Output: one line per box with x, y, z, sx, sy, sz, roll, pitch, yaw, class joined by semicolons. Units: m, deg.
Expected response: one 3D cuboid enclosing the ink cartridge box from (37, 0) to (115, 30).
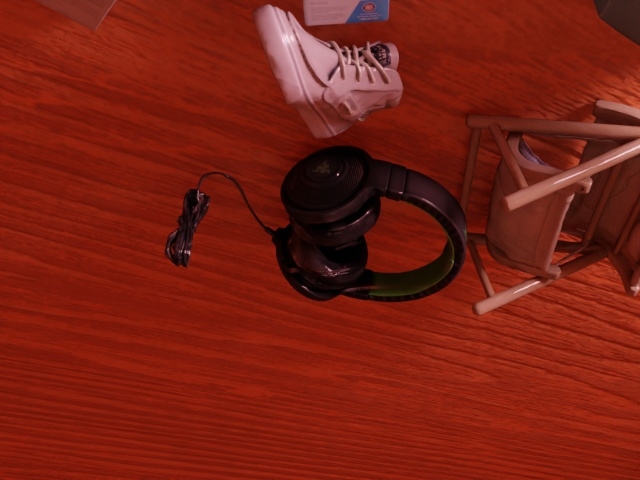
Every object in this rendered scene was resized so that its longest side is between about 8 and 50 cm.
-0.244;-0.274;0.590;0.145;0.045;0.179;23;158;-30;ink cartridge box

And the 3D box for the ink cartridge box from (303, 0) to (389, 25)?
0.024;-0.282;0.647;0.088;0.052;0.122;-3;143;0;ink cartridge box

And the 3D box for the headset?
0.000;0.000;0.892;0.394;0.185;0.243;13;140;2;headset

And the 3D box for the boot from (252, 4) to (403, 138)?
0.019;-0.189;0.692;0.123;0.095;0.258;-20;171;9;boot

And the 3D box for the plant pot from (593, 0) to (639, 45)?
0.392;-0.259;0.624;0.234;0.166;0.166;11;140;-6;plant pot

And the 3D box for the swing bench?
0.327;-0.042;0.891;0.254;0.165;0.253;-8;141;-3;swing bench
